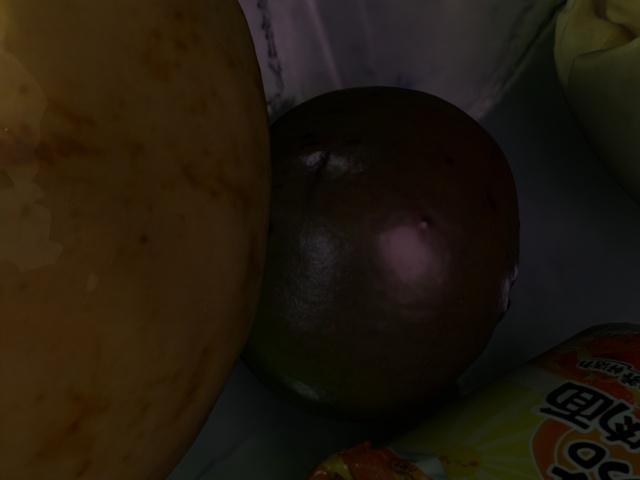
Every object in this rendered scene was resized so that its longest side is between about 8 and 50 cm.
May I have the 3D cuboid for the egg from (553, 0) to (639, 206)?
[{"bbox_3d":[0.306,-0.102,0.874,0.336,0.278,0.278,28,84,-21],"label":"egg"}]

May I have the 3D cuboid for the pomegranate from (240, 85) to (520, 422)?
[{"bbox_3d":[0.000,0.000,0.811,0.210,0.180,0.180,17,88,8],"label":"pomegranate"}]

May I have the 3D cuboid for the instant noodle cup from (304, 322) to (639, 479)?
[{"bbox_3d":[0.142,0.182,0.854,0.200,0.264,0.264,-30,109,-30],"label":"instant noodle cup"}]

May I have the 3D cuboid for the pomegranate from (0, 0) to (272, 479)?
[{"bbox_3d":[-0.189,-0.035,0.605,0.343,0.342,0.342,-4,98,-27],"label":"pomegranate"}]
